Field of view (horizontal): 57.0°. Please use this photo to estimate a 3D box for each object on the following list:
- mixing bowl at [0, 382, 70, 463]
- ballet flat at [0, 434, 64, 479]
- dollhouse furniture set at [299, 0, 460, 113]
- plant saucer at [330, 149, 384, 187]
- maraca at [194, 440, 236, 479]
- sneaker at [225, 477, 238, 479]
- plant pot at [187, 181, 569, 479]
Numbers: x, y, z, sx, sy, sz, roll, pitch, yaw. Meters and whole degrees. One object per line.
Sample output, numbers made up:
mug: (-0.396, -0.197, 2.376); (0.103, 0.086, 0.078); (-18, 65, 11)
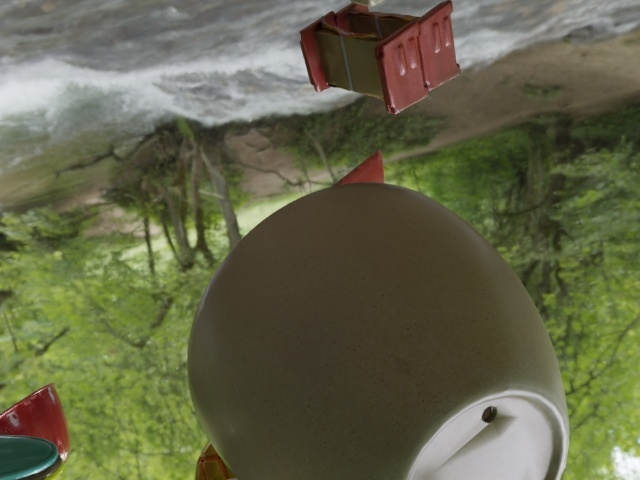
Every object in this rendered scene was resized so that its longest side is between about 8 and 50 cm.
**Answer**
mixing bowl: (-0.400, 0.283, 0.772); (0.181, 0.098, 0.181); (-40, 179, -1)
ballet flat: (-0.281, 0.167, 0.354); (0.230, 0.077, 0.077); (3, -172, -24)
dollhouse furniture set: (0.062, -0.388, 0.842); (0.152, 0.374, 0.201); (-36, -138, -23)
plant saucer: (0.000, 0.000, 0.979); (0.259, 0.047, 0.258); (-42, 168, -40)
maraca: (-0.117, 0.322, 0.885); (0.127, 0.099, 0.186); (21, -114, 34)
sneaker: (-0.186, 0.265, 0.500); (0.296, 0.111, 0.129); (-11, 135, -23)
plant pot: (0.061, 0.115, 0.432); (0.283, 0.284, 0.191); (-19, -156, -16)
